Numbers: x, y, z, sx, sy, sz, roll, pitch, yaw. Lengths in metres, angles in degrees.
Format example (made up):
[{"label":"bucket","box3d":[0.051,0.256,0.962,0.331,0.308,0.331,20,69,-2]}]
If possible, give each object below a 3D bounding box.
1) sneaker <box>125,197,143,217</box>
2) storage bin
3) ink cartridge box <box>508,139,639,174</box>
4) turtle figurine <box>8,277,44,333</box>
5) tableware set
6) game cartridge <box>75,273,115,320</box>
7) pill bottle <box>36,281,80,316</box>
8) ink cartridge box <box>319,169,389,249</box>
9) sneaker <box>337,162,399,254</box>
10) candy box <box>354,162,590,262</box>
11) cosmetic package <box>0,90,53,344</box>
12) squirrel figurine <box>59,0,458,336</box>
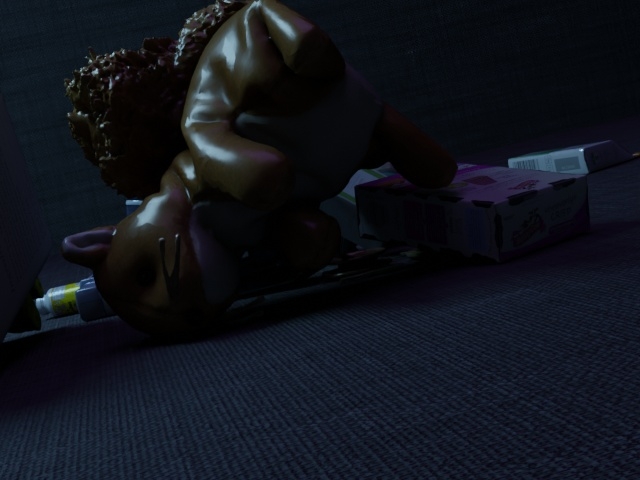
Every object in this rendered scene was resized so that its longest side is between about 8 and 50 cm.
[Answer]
[{"label":"sneaker","box3d":[-0.165,-0.078,1.844,0.282,0.153,0.099,-15,6,-23]},{"label":"storage bin","box3d":[-0.092,0.002,1.541,0.180,0.122,0.084,-14,4,17]},{"label":"ink cartridge box","box3d":[0.493,-0.160,2.283,0.224,0.056,0.181,-19,8,-39]},{"label":"turtle figurine","box3d":[-0.479,0.109,1.598,0.217,0.087,0.269,-13,21,0]},{"label":"tableware set","box3d":[0.096,0.008,1.509,0.194,0.039,0.128,-14,5,-10]},{"label":"game cartridge","box3d":[-0.220,0.045,1.817,0.230,0.068,0.355,-8,5,4]},{"label":"pill bottle","box3d":[-0.376,0.088,1.799,0.083,0.043,0.043,-12,5,11]},{"label":"ink cartridge box","box3d":[0.007,-0.070,1.606,0.209,0.062,0.109,27,-24,10]},{"label":"sneaker","box3d":[-0.010,-0.033,1.700,0.302,0.121,0.108,-14,-28,-5]},{"label":"candy box","box3d":[0.175,-0.038,1.427,0.159,0.071,0.233,-17,17,-36]},{"label":"cosmetic package","box3d":[-0.544,-0.027,1.404,0.329,0.327,0.394,-12,22,4]},{"label":"squirrel figurine","box3d":[-0.125,-0.081,1.377,0.397,0.370,0.281,41,3,42]}]
